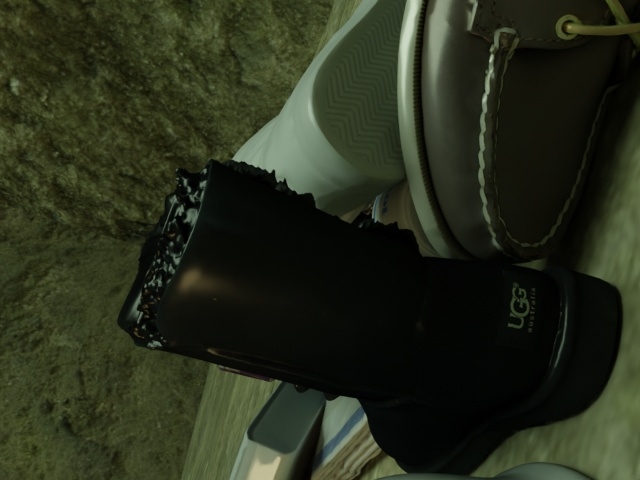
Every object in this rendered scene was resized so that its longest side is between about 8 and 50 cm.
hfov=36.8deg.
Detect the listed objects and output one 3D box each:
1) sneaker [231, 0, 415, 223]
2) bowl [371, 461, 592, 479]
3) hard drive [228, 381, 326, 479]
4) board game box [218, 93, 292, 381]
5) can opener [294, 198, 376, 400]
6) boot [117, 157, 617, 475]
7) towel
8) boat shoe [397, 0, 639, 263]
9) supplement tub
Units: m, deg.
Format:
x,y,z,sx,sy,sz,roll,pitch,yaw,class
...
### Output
x,y,z,sx,sy,sz,roll,pitch,yaw,class
0.037,-0.102,0.620,0.292,0.108,0.169,-48,6,-39,sneaker
0.006,0.218,0.382,0.298,0.134,0.297,-163,90,-83,bowl
-0.072,0.293,0.905,0.233,0.047,0.353,-46,-23,-72,hard drive
0.000,0.000,0.850,0.347,0.056,0.208,0,-79,-80,board game box
0.028,0.029,0.705,0.059,0.073,0.186,-1,60,36,can opener
0.004,0.047,0.500,0.246,0.207,0.094,124,162,-66,boot
0.055,0.049,0.790,0.209,0.034,0.285,119,167,-56,towel
0.120,-0.141,0.472,0.097,0.117,0.324,10,90,50,boat shoe
0.077,-0.018,0.638,0.107,0.071,0.071,154,133,-80,supplement tub
